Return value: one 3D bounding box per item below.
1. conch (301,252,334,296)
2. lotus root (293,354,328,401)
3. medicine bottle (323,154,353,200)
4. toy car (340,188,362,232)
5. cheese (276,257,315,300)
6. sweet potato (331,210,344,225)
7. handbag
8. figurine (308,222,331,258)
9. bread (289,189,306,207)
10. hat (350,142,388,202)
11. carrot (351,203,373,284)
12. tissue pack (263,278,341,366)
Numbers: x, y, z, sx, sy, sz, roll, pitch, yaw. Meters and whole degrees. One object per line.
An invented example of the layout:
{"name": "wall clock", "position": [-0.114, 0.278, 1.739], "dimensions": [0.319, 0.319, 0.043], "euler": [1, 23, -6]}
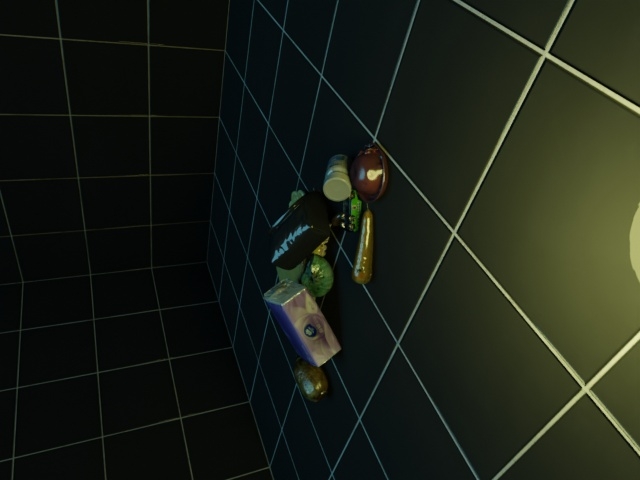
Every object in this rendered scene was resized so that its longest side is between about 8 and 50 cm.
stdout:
{"name": "conch", "position": [-0.014, 0.154, 2.072], "dimensions": [0.188, 0.121, 0.176], "euler": [-46, 60, 57]}
{"name": "lotus root", "position": [-0.052, 0.635, 2.257], "dimensions": [0.260, 0.128, 0.145], "euler": [50, 125, 43]}
{"name": "medicine bottle", "position": [0.067, -0.231, 1.758], "dimensions": [0.168, 0.104, 0.105], "euler": [-80, 5, -49]}
{"name": "toy car", "position": [0.116, -0.114, 1.797], "dimensions": [0.071, 0.062, 0.165], "euler": [21, 114, 62]}
{"name": "cheese", "position": [-0.126, 0.139, 2.335], "dimensions": [0.384, 0.104, 0.385], "euler": [174, 90, -66]}
{"name": "sweet potato", "position": [0.087, -0.095, 1.897], "dimensions": [0.117, 0.049, 0.050], "euler": [-36, 62, 50]}
{"name": "handbag", "position": [-0.108, -0.063, 2.043], "dimensions": [0.302, 0.177, 0.275], "euler": [-44, 43, 35]}
{"name": "figurine", "position": [0.000, 0.000, 2.076], "dimensions": [0.083, 0.083, 0.188], "euler": [56, 133, 47]}
{"name": "bread", "position": [-0.091, -0.148, 2.274], "dimensions": [0.250, 0.038, 0.182], "euler": [176, 89, -66]}
{"name": "hat", "position": [0.155, -0.231, 1.656], "dimensions": [0.205, 0.089, 0.206], "euler": [175, 90, -66]}
{"name": "carrot", "position": [0.159, 0.011, 1.734], "dimensions": [0.078, 0.078, 0.299], "euler": [-154, 65, -62]}
{"name": "tissue pack", "position": [-0.086, 0.346, 2.080], "dimensions": [0.339, 0.160, 0.242], "euler": [61, 159, -17]}
